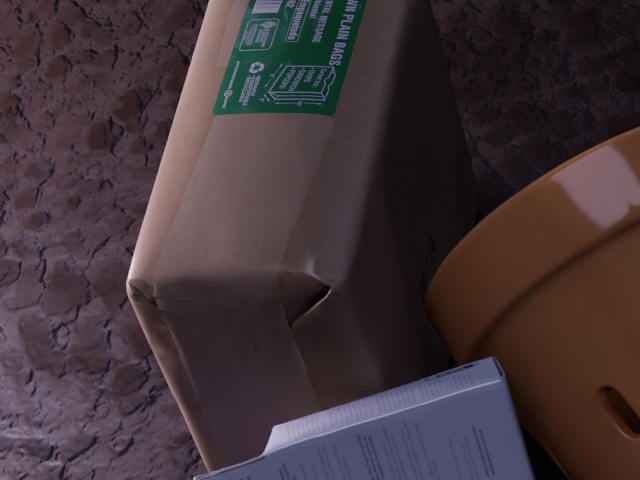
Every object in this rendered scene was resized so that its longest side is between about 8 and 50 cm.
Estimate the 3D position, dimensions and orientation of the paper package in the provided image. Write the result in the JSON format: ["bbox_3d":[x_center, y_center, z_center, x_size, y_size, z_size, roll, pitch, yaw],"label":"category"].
[{"bbox_3d":[0.000,0.000,1.466,0.168,0.309,0.325,2,51,17],"label":"paper package"}]

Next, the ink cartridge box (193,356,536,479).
[{"bbox_3d":[0.049,0.215,1.349,0.224,0.223,0.045,-18,20,-1],"label":"ink cartridge box"}]

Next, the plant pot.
[{"bbox_3d":[0.248,0.070,1.384,0.291,0.291,0.203,-25,68,-5],"label":"plant pot"}]
